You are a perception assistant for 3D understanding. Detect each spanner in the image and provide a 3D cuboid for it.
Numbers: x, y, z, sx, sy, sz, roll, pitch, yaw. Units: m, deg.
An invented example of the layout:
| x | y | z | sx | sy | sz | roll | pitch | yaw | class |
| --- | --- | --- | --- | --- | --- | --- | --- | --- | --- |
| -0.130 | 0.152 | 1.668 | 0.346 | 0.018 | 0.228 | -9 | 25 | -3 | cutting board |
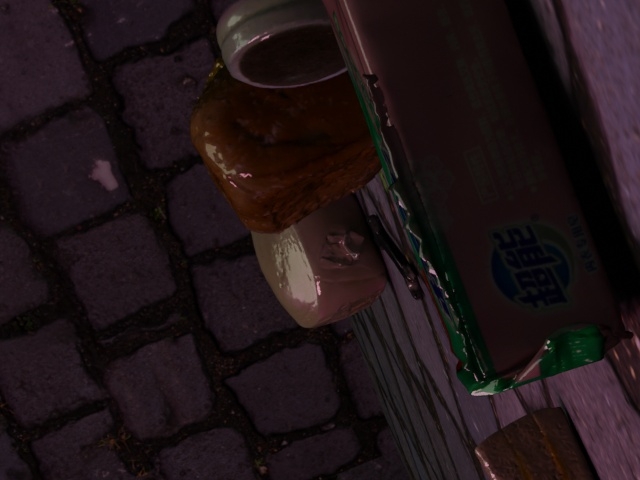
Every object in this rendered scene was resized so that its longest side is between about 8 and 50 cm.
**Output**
| x | y | z | sx | sy | sz | roll | pitch | yaw | class |
| --- | --- | --- | --- | --- | --- | --- | --- | --- | --- |
| 0.096 | 0.020 | 1.882 | 0.254 | 0.015 | 0.054 | -119 | 8 | -71 | spanner |

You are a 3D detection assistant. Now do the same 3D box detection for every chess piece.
| x | y | z | sx | sy | sz | roll | pitch | yaw | class |
| --- | --- | --- | --- | --- | --- | --- | --- | --- | --- |
| -0.043 | -0.289 | 1.345 | 0.139 | 0.139 | 0.271 | 77 | -177 | -72 | chess piece |

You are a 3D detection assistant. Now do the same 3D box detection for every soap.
| x | y | z | sx | sy | sz | roll | pitch | yaw | class |
| --- | --- | --- | --- | --- | --- | --- | --- | --- | --- |
| 0.080 | -0.057 | 0.824 | 0.218 | 0.098 | 0.273 | -15 | -95 | -87 | soap |

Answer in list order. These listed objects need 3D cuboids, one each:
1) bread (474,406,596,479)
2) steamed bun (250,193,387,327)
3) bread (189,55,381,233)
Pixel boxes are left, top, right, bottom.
| x | y | z | sx | sy | sz | roll | pitch | yaw | class |
| --- | --- | --- | --- | --- | --- | --- | --- | --- | --- |
| 0.186 | 0.217 | 1.088 | 0.152 | 0.077 | 0.105 | -118 | 6 | -54 | bread |
| 0.000 | 0.000 | 2.168 | 0.238 | 0.170 | 0.152 | 65 | 153 | 18 | steamed bun |
| -0.036 | -0.122 | 1.498 | 0.176 | 0.195 | 0.246 | 63 | 176 | 10 | bread |
